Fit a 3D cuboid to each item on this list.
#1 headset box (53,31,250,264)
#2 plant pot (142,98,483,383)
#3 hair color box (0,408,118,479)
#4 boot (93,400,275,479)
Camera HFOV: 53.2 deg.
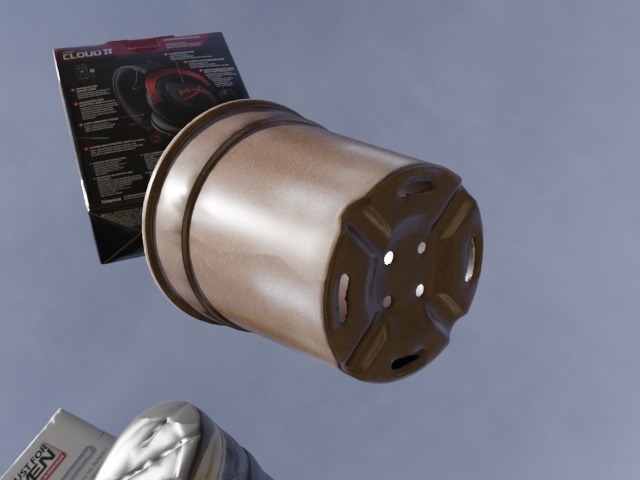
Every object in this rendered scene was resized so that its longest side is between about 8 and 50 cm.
[{"bbox_3d":[-0.197,-0.137,0.797,0.218,0.110,0.293,-13,-121,-19],"label":"headset box"},{"bbox_3d":[0.000,0.000,0.404,0.167,0.165,0.166,-13,-69,-37],"label":"plant pot"},{"bbox_3d":[-0.257,0.409,0.872,0.375,0.185,0.113,25,-46,7],"label":"hair color box"},{"bbox_3d":[-0.106,0.353,0.514,0.284,0.138,0.377,45,-126,-42],"label":"boot"}]
